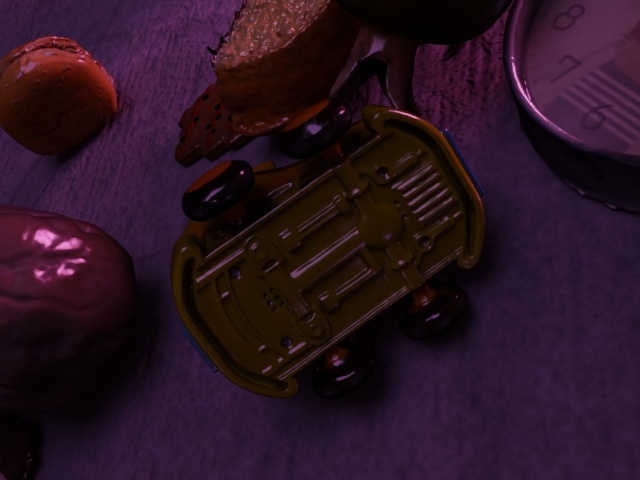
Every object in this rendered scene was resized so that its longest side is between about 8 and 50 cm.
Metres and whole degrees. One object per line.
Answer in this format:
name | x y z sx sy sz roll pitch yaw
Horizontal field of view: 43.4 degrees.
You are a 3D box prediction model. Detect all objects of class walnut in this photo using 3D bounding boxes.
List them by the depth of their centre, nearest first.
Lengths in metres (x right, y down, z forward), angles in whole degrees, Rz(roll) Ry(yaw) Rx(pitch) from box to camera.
walnut | -0.280 0.064 0.761 0.224 0.224 0.224 -17 53 25

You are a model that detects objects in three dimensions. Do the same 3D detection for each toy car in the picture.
toy car | 0.000 0.000 0.638 0.247 0.200 0.142 -31 17 -3

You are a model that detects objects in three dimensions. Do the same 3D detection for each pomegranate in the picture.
pomegranate | 0.076 -0.214 0.673 0.181 0.181 0.224 27 107 42

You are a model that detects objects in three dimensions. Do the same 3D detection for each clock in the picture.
clock | 0.298 -0.169 0.613 0.325 0.067 0.325 -18 53 25

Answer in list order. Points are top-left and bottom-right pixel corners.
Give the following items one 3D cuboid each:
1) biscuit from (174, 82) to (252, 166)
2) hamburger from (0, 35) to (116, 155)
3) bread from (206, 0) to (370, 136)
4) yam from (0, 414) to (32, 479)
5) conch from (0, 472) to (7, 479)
biscuit | -0.110 -0.136 0.901 0.129 0.019 0.120 5 65 36
hamburger | -0.336 -0.181 1.003 0.147 0.138 0.083 -34 47 3
bread | 0.004 -0.218 0.803 0.134 0.129 0.260 12 69 34
yam | -0.400 0.183 0.739 0.128 0.238 0.129 28 86 44
conch | -0.240 0.321 0.569 0.303 0.215 0.319 -39 15 -1
